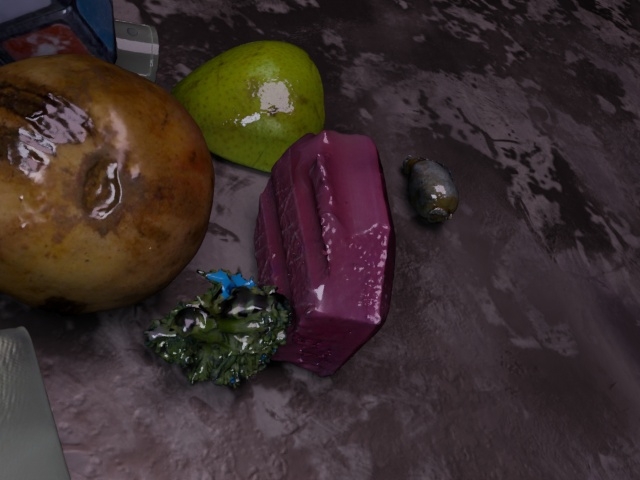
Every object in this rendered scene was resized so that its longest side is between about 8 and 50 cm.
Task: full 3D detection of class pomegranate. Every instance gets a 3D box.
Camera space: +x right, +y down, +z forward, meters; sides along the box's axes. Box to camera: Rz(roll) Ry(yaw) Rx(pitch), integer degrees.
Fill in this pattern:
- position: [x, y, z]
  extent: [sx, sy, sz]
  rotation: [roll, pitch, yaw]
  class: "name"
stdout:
- position: [-0.289, -0.064, 0.890]
  extent: [0.322, 0.322, 0.322]
  rotation: [15, 46, -16]
  class: "pomegranate"

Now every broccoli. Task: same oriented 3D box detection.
- position: [-0.126, 0.103, 0.909]
  extent: [0.167, 0.160, 0.154]
  rotation: [24, 80, 18]
  class: "broccoli"

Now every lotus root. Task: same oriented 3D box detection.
- position: [0.194, -0.097, 1.324]
  extent: [0.088, 0.088, 0.165]
  rotation: [8, 39, -22]
  class: "lotus root"

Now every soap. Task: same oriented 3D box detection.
- position: [0.000, 0.000, 1.040]
  extent: [0.127, 0.220, 0.325]
  rotation: [15, 45, -28]
  class: "soap"

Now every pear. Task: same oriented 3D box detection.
- position: [-0.128, -0.249, 1.257]
  extent: [0.239, 0.139, 0.288]
  rotation: [-5, 53, -21]
  class: "pear"

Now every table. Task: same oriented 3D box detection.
- position: [-0.371, -0.284, 1.151]
  extent: [0.220, 0.126, 0.126]
  rotation: [3, 51, -27]
  class: "table"

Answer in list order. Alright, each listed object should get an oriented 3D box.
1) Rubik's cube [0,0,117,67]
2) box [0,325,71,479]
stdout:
- position: [-0.484, -0.385, 0.904]
  extent: [0.362, 0.359, 0.363]
  rotation: [-19, 61, 11]
  class: "Rubik's cube"
- position: [-0.393, 0.261, 0.626]
  extent: [0.343, 0.177, 0.352]
  rotation: [-6, 54, -36]
  class: "box"
